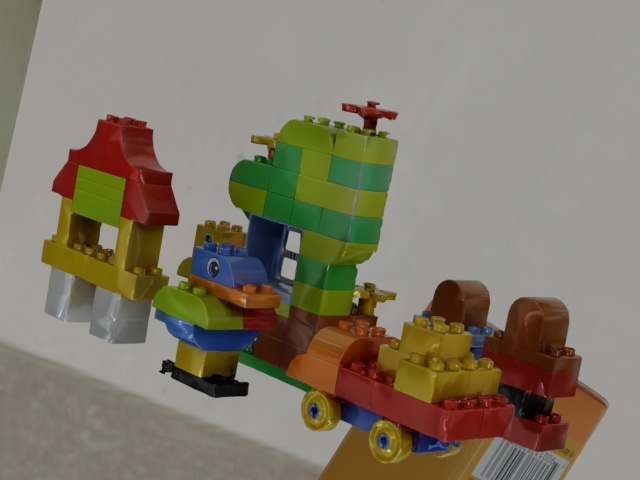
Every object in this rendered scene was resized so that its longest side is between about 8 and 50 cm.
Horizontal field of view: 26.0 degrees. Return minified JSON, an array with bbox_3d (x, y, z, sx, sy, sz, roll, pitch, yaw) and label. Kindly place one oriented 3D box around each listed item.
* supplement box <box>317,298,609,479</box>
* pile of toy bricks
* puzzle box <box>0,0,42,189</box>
[{"bbox_3d":[0.038,0.150,0.680,0.080,0.078,0.233,33,91,-41],"label":"supplement box"},{"bbox_3d":[0.000,0.000,0.498,0.118,0.212,0.105,3,101,-45],"label":"pile of toy bricks"},{"bbox_3d":[-0.283,-0.023,0.607,0.272,0.409,0.052,15,169,-21],"label":"puzzle box"}]
